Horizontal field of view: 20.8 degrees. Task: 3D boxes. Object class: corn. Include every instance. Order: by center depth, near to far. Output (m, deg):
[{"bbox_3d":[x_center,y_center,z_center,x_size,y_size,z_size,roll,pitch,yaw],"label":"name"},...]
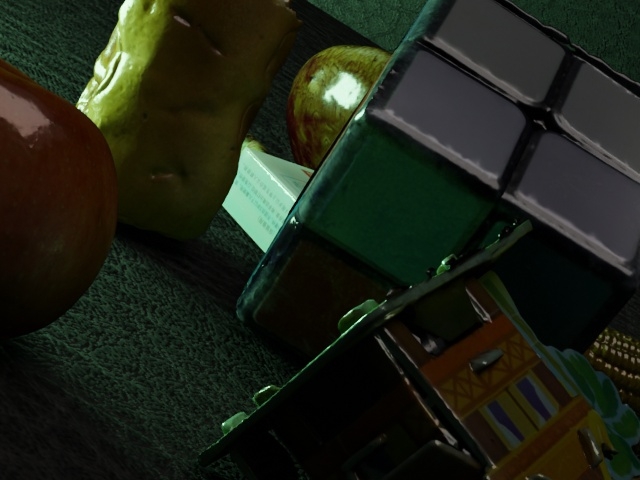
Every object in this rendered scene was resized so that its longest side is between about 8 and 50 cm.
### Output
[{"bbox_3d":[0.347,0.165,2.134,0.363,0.120,0.120,24,16,-16],"label":"corn"}]

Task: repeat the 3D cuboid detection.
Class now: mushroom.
[{"bbox_3d":[0.106,-0.093,2.214,0.345,0.239,0.345,26,4,-2],"label":"mushroom"}]

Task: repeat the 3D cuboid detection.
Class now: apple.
[{"bbox_3d":[-0.289,-0.052,1.374,0.272,0.206,0.251,35,12,17],"label":"apple"}]

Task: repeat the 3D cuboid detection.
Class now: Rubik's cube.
[{"bbox_3d":[0.148,-0.021,1.769,0.316,0.318,0.313,32,39,-1],"label":"Rubik's cube"}]

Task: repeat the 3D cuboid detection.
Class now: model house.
[{"bbox_3d":[0.131,0.188,1.465,0.313,0.242,0.357,54,29,6],"label":"model house"}]

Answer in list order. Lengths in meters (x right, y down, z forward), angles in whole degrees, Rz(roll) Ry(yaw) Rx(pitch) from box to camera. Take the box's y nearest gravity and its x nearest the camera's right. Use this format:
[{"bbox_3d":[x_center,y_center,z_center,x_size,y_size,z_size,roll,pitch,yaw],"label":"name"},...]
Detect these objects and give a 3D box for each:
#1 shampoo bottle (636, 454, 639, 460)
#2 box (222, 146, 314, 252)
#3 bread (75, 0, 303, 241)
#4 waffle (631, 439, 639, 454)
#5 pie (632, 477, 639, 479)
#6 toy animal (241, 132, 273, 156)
[{"bbox_3d":[0.405,0.263,2.021,0.072,0.072,0.214,37,15,18],"label":"shampoo bottle"},{"bbox_3d":[0.000,0.000,2.032,0.135,0.079,0.269,16,21,-44],"label":"box"},{"bbox_3d":[-0.142,-0.176,1.831,0.195,0.344,0.149,20,3,-35],"label":"bread"},{"bbox_3d":[0.303,0.210,1.961,0.097,0.023,0.152,29,-10,-15],"label":"waffle"},{"bbox_3d":[0.305,0.278,1.752,0.306,0.071,0.306,32,15,-10],"label":"pie"},{"bbox_3d":[-0.138,-0.149,2.308,0.099,0.057,0.241,30,11,-33],"label":"toy animal"}]
